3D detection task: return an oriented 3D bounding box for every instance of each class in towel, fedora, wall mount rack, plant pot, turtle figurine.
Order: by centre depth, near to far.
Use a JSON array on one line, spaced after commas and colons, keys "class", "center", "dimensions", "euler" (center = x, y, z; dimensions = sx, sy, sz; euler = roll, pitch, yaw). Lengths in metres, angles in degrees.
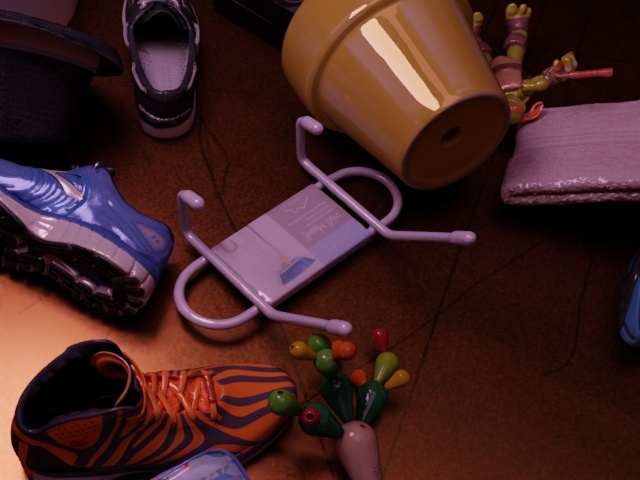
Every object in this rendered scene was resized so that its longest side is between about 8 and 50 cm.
[{"class": "wall mount rack", "center": [0.000, 0.000, 1.399], "dimensions": [0.350, 0.130, 0.304], "euler": [-35, 59, -27]}, {"class": "fedora", "center": [-0.422, -0.194, 1.449], "dimensions": [0.334, 0.334, 0.152], "euler": [8, 86, -2]}, {"class": "plant pot", "center": [0.113, -0.204, 1.480], "dimensions": [0.254, 0.254, 0.239], "euler": [-21, 56, -20]}, {"class": "towel", "center": [0.384, -0.117, 1.510], "dimensions": [0.282, 0.049, 0.187], "euler": [-2, 38, 22]}, {"class": "turtle figurine", "center": [0.271, -0.237, 1.622], "dimensions": [0.270, 0.087, 0.217], "euler": [-18, 48, 20]}]

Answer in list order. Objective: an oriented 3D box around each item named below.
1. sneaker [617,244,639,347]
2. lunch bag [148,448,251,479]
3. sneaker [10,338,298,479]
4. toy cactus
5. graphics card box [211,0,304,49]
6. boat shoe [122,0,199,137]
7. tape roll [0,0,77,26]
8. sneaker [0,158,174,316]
[{"class": "sneaker", "center": [0.484, 0.008, 1.473], "dimensions": [0.140, 0.125, 0.340], "euler": [27, 58, 9]}, {"class": "lunch bag", "center": [-0.151, 0.335, 1.184], "dimensions": [0.219, 0.090, 0.176], "euler": [-28, 77, -22]}, {"class": "sneaker", "center": [-0.172, 0.179, 1.242], "dimensions": [0.321, 0.180, 0.124], "euler": [-13, 59, -16]}, {"class": "toy cactus", "center": [0.036, 0.187, 1.302], "dimensions": [0.219, 0.112, 0.180], "euler": [-12, 82, -60]}, {"class": "graphics card box", "center": [0.037, -0.424, 1.726], "dimensions": [0.233, 0.094, 0.371], "euler": [34, 60, 15]}, {"class": "boat shoe", "center": [-0.217, -0.285, 1.601], "dimensions": [0.114, 0.091, 0.302], "euler": [-7, 58, -12]}, {"class": "tape roll", "center": [-0.466, -0.398, 1.600], "dimensions": [0.246, 0.169, 0.246], "euler": [3, 57, -5]}, {"class": "sneaker", "center": [-0.329, -0.033, 1.418], "dimensions": [0.330, 0.129, 0.147], "euler": [28, 44, 7]}]
